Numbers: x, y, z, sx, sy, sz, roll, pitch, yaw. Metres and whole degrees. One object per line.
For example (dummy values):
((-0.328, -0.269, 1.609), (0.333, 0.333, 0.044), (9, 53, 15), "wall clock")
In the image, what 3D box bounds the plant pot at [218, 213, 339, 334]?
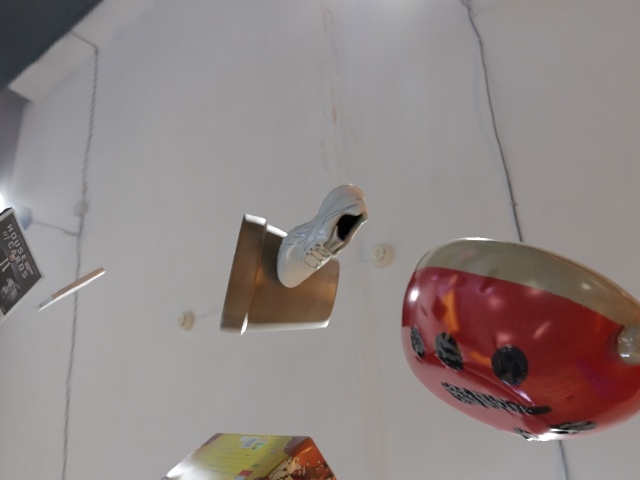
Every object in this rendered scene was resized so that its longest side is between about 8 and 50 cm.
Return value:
((-0.103, 0.112, 1.740), (0.323, 0.280, 0.323), (-169, -90, -85), "plant pot")

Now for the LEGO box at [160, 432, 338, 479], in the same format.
((-0.114, 0.644, 1.460), (0.373, 0.193, 0.500), (59, -34, -4), "LEGO box")

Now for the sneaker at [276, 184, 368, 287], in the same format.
((0.000, 0.000, 1.545), (0.297, 0.111, 0.129), (-51, -155, 14), "sneaker")

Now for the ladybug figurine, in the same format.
((0.241, 0.140, 0.843), (0.162, 0.305, 0.449), (-48, -175, -17), "ladybug figurine")

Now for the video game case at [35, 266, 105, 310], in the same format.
((-0.660, 0.128, 1.713), (0.143, 0.157, 0.019), (-25, -82, 48), "video game case")

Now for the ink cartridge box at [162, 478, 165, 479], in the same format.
((-0.321, 0.622, 1.266), (0.097, 0.188, 0.255), (-41, -108, 16), "ink cartridge box")

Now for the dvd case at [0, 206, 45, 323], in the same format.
((-0.660, 0.049, 1.345), (0.029, 0.179, 0.239), (-14, -160, 5), "dvd case")
